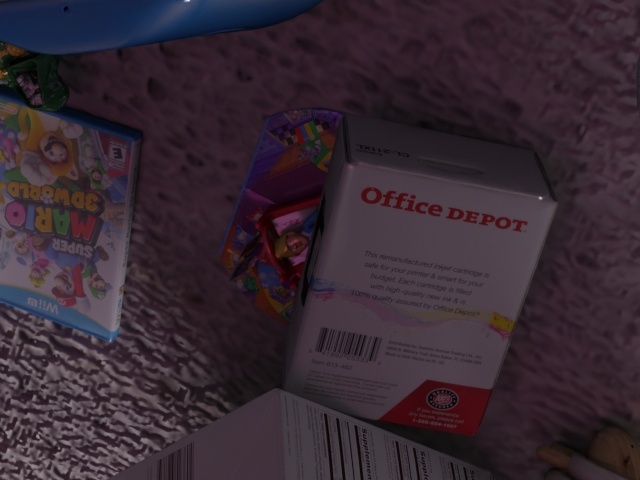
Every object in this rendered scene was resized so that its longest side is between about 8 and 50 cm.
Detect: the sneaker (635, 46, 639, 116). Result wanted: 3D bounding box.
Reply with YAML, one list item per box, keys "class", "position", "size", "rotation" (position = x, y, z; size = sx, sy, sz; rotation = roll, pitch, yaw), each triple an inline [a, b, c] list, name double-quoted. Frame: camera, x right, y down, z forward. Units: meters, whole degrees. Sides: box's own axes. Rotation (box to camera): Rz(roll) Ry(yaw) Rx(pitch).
- class: "sneaker"
  position: [0.262, -0.014, 0.668]
  size: [0.137, 0.210, 0.366]
  rotation: [-26, 102, 30]

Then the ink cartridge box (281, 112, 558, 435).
- class: "ink cartridge box"
  position: [0.056, 0.022, 0.830]
  size: [0.127, 0.072, 0.175]
  rotation: [11, 119, -7]

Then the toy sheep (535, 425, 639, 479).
- class: "toy sheep"
  position: [0.170, 0.182, 0.870]
  size: [0.091, 0.091, 0.132]
  rotation: [21, 95, 12]

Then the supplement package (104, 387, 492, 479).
- class: "supplement package"
  position: [-0.016, 0.219, 0.868]
  size: [0.194, 0.149, 0.203]
  rotation: [-30, 139, 34]

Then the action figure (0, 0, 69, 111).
- class: "action figure"
  position: [-0.243, -0.177, 0.885]
  size: [0.232, 0.063, 0.137]
  rotation: [49, 133, 0]

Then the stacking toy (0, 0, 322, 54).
- class: "stacking toy"
  position: [-0.105, -0.262, 0.755]
  size: [0.175, 0.165, 0.302]
  rotation: [-1, 102, 35]

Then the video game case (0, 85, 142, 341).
- class: "video game case"
  position: [-0.191, -0.018, 0.968]
  size: [0.119, 0.015, 0.166]
  rotation: [18, 119, 13]

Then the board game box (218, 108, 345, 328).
- class: "board game box"
  position: [0.000, 0.000, 0.887]
  size: [0.133, 0.033, 0.169]
  rotation: [27, 121, 9]
